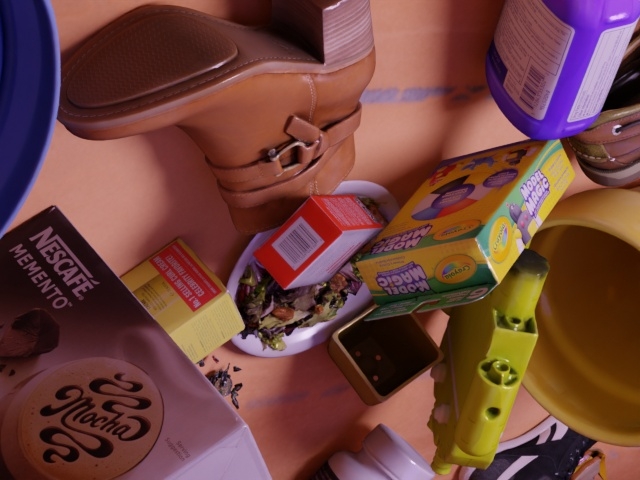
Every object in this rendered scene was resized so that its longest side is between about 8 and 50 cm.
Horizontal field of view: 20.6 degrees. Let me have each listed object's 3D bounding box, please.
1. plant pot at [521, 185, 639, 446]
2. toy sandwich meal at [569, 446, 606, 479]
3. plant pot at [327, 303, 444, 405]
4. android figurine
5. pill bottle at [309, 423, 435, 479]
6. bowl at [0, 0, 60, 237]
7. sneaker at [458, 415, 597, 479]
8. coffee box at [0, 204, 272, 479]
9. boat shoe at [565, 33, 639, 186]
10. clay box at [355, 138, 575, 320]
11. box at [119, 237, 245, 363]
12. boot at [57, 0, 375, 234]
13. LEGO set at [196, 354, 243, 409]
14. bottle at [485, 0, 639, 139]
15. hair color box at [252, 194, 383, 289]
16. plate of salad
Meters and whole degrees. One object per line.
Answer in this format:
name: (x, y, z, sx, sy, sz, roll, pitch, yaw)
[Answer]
plant pot: (0.341, 0.047, 1.802, 0.239, 0.254, 0.254, -31, 144, -43)
toy sandwich meal: (0.324, 0.288, 2.169, 0.085, 0.029, 0.085, -25, 139, -24)
plant pot: (0.055, 0.112, 1.706, 0.081, 0.081, 0.083, -34, 173, -22)
android figurine: (0.151, 0.101, 1.674, 0.056, 0.248, 0.273, 11, 126, -9)
pill bottle: (0.026, 0.286, 1.826, 0.193, 0.108, 0.108, -49, 143, 5)
bowl: (-0.358, -0.078, 1.149, 0.391, 0.077, 0.391, -25, 139, -24)
sneaker: (0.277, 0.272, 2.035, 0.217, 0.121, 0.079, -21, 138, -28)
coffee box: (-0.183, 0.128, 1.323, 0.168, 0.297, 0.119, -33, 138, -13)
boat shoe: (0.370, -0.176, 1.707, 0.307, 0.111, 0.104, -41, 144, -5)
clay box: (0.124, -0.012, 1.545, 0.222, 0.127, 0.053, -48, 117, -49)
box: (-0.183, 0.100, 1.474, 0.232, 0.087, 0.058, -34, 142, -12)
boot: (-0.078, -0.091, 1.395, 0.283, 0.109, 0.220, -32, 146, -28)
LEGO set: (-0.100, 0.127, 1.634, 0.054, 0.023, 0.083, -31, 128, -21)
bottle: (0.217, -0.212, 1.488, 0.092, 0.118, 0.283, -15, 145, -22)
hair color box: (0.000, 0.000, 1.479, 0.072, 0.043, 0.141, -44, 170, 12)
plate of salad: (0.000, 0.034, 1.613, 0.200, 0.048, 0.200, -26, 140, -24)
